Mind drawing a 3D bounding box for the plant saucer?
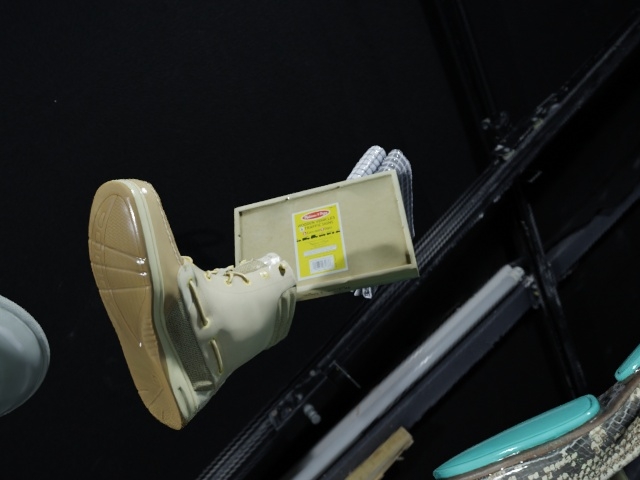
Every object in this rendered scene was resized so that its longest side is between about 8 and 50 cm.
[{"bbox_3d":[-0.809,0.282,1.026,0.399,0.101,0.401,-10,-57,-17],"label":"plant saucer"}]

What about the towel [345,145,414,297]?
[{"bbox_3d":[0.119,-0.032,1.075,0.235,0.121,0.284,-58,-28,-32],"label":"towel"}]

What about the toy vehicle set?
[{"bbox_3d":[0.000,0.000,0.723,0.266,0.166,0.035,-12,-28,12],"label":"toy vehicle set"}]

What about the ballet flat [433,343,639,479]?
[{"bbox_3d":[0.343,0.201,0.506,0.483,0.182,0.164,-45,-26,15],"label":"ballet flat"}]

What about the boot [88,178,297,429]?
[{"bbox_3d":[-0.121,0.041,0.528,0.203,0.095,0.262,-31,-62,-47],"label":"boot"}]
